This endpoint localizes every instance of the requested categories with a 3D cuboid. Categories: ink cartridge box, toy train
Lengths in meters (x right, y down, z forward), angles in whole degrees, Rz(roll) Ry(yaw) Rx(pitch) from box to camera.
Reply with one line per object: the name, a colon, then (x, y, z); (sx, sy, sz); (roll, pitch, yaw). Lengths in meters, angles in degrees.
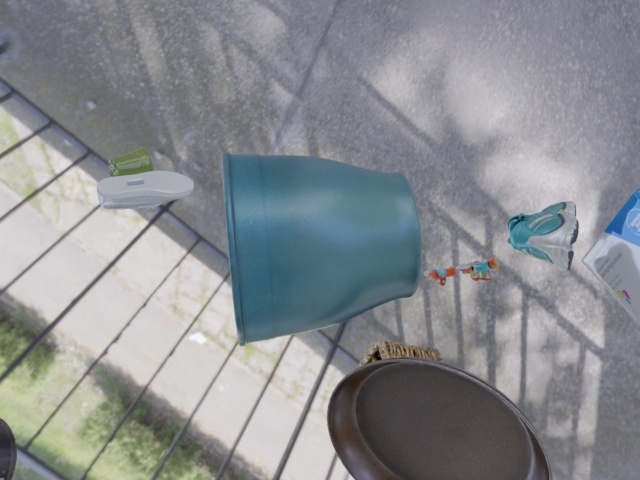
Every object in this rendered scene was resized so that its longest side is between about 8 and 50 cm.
ink cartridge box: (0.395, 0.058, 0.643); (0.231, 0.078, 0.134); (56, 157, 28)
toy train: (0.297, 0.071, 1.313); (0.166, 0.125, 0.046); (154, 105, -75)

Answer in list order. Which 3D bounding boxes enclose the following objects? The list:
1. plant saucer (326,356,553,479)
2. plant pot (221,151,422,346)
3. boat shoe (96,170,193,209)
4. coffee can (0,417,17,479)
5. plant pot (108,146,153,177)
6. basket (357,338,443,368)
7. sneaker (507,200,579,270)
plant saucer: (0.158, 0.277, 0.867); (0.311, 0.050, 0.310); (14, 124, 23)
plant pot: (0.000, 0.000, 0.901); (0.255, 0.271, 0.271); (-6, 127, -6)
boat shoe: (-0.346, -0.091, 1.258); (0.066, 0.184, 0.063); (61, 150, 32)
coffee can: (-0.774, 0.436, 1.233); (0.202, 0.201, 0.275); (4, 165, 20)
plant pot: (-0.439, -0.167, 1.451); (0.083, 0.079, 0.083); (20, 117, 44)
basket: (0.166, 0.394, 1.404); (0.223, 0.299, 0.213); (16, 139, -43)
sneaker: (0.383, -0.022, 1.103); (0.110, 0.275, 0.107); (13, 100, 17)
